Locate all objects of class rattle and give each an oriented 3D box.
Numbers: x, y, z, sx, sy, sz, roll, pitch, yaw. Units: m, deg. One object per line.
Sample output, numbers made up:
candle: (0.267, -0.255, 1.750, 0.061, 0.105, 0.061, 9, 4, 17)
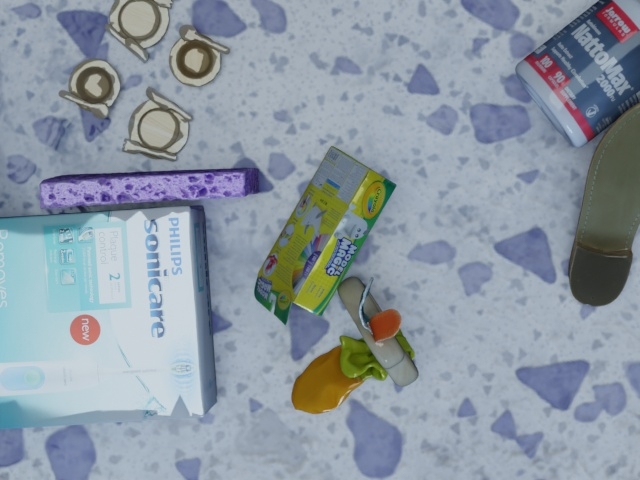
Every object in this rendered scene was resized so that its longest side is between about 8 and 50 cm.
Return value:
rattle: (0.020, 0.108, 1.799, 0.142, 0.199, 0.130, -16, 91, 4)

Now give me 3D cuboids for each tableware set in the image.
tableware set: (-0.181, -0.175, 1.893, 0.141, 0.020, 0.169, 30, 94, 2)

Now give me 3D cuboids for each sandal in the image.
sandal: (0.304, -0.054, 1.844, 0.088, 0.079, 0.240, 14, 116, -5)

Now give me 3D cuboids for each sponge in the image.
sponge: (-0.172, -0.055, 1.848, 0.210, 0.117, 0.031, -2, 94, 4)

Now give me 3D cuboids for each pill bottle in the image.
pill bottle: (0.297, -0.188, 1.820, 0.180, 0.108, 0.108, -38, 89, 4)

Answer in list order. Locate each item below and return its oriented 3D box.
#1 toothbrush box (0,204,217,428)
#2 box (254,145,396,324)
toothbrush box: (-0.261, 0.079, 1.854, 0.295, 0.126, 0.216, -3, 92, 2)
box: (0.000, 0.000, 1.844, 0.043, 0.105, 0.179, 30, 94, -28)
